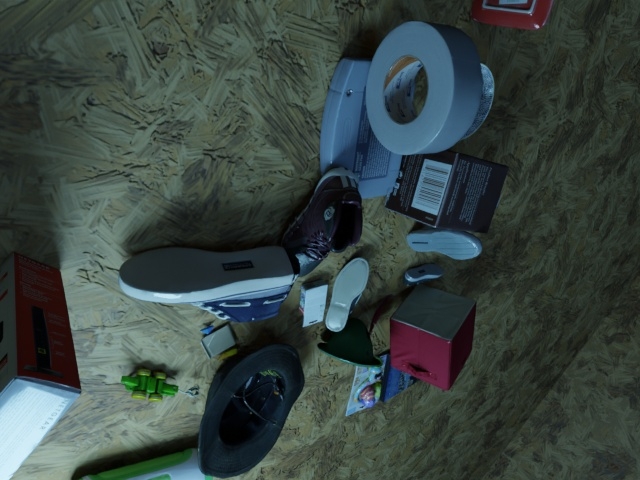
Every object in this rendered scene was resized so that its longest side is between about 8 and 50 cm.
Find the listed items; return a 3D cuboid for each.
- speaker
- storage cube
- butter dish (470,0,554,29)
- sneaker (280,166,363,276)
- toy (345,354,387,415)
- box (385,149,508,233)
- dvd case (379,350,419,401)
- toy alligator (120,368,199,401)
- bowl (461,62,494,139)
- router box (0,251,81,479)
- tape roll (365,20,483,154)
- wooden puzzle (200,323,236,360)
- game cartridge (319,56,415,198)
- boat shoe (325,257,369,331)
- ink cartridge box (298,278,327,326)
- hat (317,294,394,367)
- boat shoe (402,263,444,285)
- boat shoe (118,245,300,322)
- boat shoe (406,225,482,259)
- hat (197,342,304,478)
[{"bbox_3d":[-0.411,0.577,1.026,0.297,0.131,0.131,1,117,-35],"label":"speaker"},{"bbox_3d":[0.321,0.270,1.267,0.215,0.184,0.193,-39,134,-40],"label":"storage cube"},{"bbox_3d":[0.419,-0.531,0.924,0.118,0.160,0.159,-27,134,-50],"label":"butter dish"},{"bbox_3d":[0.000,0.000,0.898,0.107,0.162,0.281,14,122,-21],"label":"sneaker"},{"bbox_3d":[0.163,0.475,1.414,0.137,0.056,0.237,-12,123,-29],"label":"toy"},{"bbox_3d":[0.294,-0.123,1.042,0.203,0.167,0.168,4,105,-38],"label":"box"},{"bbox_3d":[0.292,0.403,1.445,0.253,0.022,0.180,-13,117,-40],"label":"dvd case"},{"bbox_3d":[-0.354,0.320,0.959,0.051,0.056,0.190,-20,145,32],"label":"toy alligator"},{"bbox_3d":[0.302,-0.318,0.999,0.170,0.080,0.170,-17,126,-25],"label":"bowl"},{"bbox_3d":[-0.495,0.226,0.627,0.335,0.301,0.082,-50,133,2],"label":"router box"},{"bbox_3d":[0.173,-0.263,0.779,0.072,0.219,0.219,-10,122,-32],"label":"tape roll"},{"bbox_3d":[-0.233,0.230,1.012,0.079,0.014,0.116,-25,129,-26],"label":"wooden puzzle"},{"bbox_3d":[0.094,-0.227,0.929,0.196,0.060,0.294,-14,124,-33],"label":"game cartridge"},{"bbox_3d":[0.068,0.134,1.146,0.065,0.075,0.206,-37,149,-77],"label":"boat shoe"},{"bbox_3d":[-0.020,0.157,1.104,0.063,0.029,0.115,-12,125,-30],"label":"ink cartridge box"},{"bbox_3d":[0.099,0.217,1.178,0.173,0.208,0.183,16,88,4],"label":"hat"},{"bbox_3d":[0.296,0.100,1.285,0.142,0.049,0.040,-6,140,-30],"label":"boat shoe"},{"bbox_3d":[-0.213,0.105,0.878,0.341,0.127,0.158,-1,133,-25],"label":"boat shoe"},{"bbox_3d":[0.318,-0.011,1.119,0.076,0.226,0.083,-36,116,-26],"label":"boat shoe"},{"bbox_3d":[-0.191,0.374,1.049,0.331,0.134,0.331,-27,127,-43],"label":"hat"}]
